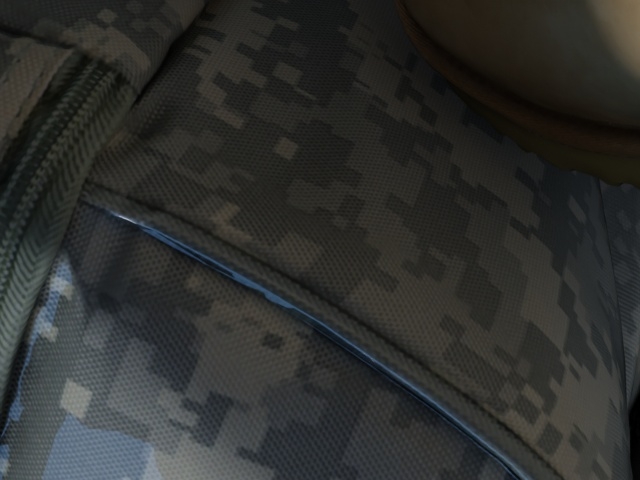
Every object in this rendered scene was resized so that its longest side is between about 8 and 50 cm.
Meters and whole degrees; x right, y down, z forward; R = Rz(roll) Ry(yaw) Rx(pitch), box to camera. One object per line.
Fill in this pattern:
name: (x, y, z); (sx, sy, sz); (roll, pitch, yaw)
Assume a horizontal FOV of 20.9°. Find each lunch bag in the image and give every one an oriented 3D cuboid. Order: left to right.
lunch bag: (-0.019, 0.010, 0.487); (0.256, 0.213, 0.305); (22, -151, 4)

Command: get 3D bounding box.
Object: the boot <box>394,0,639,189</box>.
boot: (0.046, -0.104, 0.262); (0.236, 0.089, 0.269); (21, 164, 44)
